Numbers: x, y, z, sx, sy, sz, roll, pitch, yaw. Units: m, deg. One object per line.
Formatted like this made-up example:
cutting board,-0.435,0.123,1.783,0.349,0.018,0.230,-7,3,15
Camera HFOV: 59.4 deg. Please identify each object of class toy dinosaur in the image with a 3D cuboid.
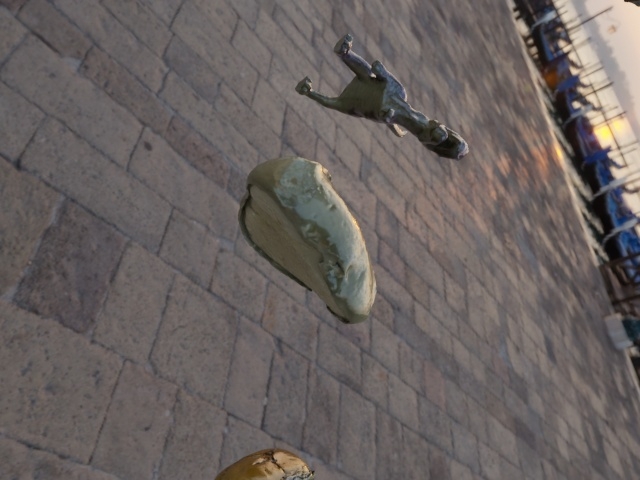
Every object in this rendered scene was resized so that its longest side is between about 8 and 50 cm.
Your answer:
toy dinosaur,0.070,-0.163,0.703,0.199,0.072,0.251,30,-1,-20

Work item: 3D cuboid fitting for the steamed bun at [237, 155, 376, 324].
steamed bun,-0.010,-0.021,0.709,0.231,0.110,0.212,38,-22,24

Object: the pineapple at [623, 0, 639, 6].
pineapple,0.253,-0.340,0.508,0.278,0.158,0.158,27,43,-16

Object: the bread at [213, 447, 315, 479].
bread,-0.062,0.259,0.604,0.106,0.072,0.053,6,88,-49
